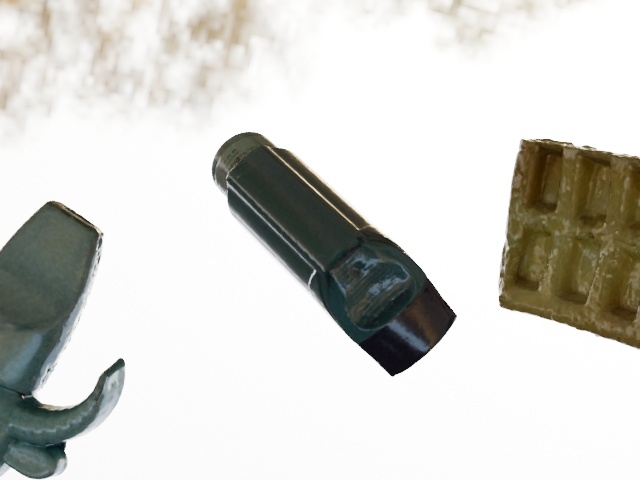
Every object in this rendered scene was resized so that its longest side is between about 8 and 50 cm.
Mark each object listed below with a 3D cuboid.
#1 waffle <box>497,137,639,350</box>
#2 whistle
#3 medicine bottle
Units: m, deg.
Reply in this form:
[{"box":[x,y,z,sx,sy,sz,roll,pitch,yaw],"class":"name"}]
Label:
[{"box":[0.264,0.006,1.722,0.057,0.168,0.274,5,-172,-42],"class":"waffle"},{"box":[-0.234,0.099,1.378,0.186,0.274,0.093,33,-170,14],"class":"whistle"},{"box":[0.000,0.000,1.613,0.124,0.079,0.258,47,178,-43],"class":"medicine bottle"}]
